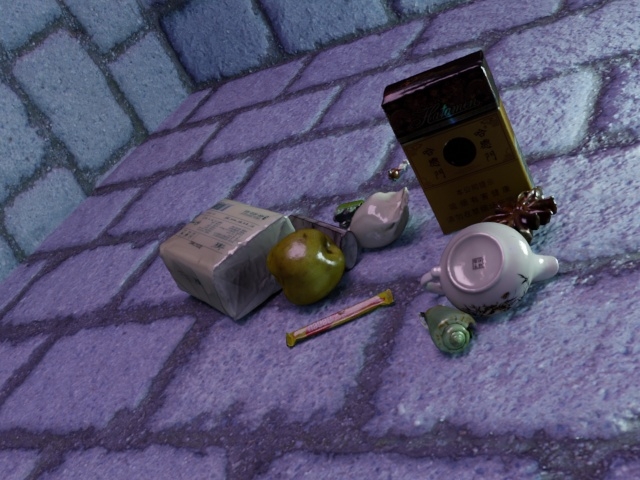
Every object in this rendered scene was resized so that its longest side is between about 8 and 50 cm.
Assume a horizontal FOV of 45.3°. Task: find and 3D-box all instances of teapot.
[{"bbox_3d":[0.353,0.067,1.700,0.299,0.208,0.166,-16,-15,41],"label":"teapot"}]

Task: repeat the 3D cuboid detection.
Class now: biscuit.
[{"bbox_3d":[0.047,0.195,1.900,0.292,0.026,0.048,-24,47,9],"label":"biscuit"}]

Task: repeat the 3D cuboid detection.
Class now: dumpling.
[{"bbox_3d":[0.162,-0.068,2.119,0.252,0.131,0.179,-33,27,46],"label":"dumpling"}]

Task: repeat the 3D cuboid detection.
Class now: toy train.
[{"bbox_3d":[0.132,-0.088,2.260,0.202,0.060,0.081,-10,27,29],"label":"toy train"}]

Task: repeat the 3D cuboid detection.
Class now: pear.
[{"bbox_3d":[-0.038,0.065,2.022,0.200,0.200,0.200,-22,28,13],"label":"pear"}]

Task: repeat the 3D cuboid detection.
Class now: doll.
[{"bbox_3d":[0.244,-0.219,2.402,0.085,0.040,0.058,-31,17,-2],"label":"doll"}]

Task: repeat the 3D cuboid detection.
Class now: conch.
[{"bbox_3d":[0.278,0.180,1.661,0.105,0.079,0.170,-17,23,-7],"label":"conch"}]

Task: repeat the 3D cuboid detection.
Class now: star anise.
[{"bbox_3d":[0.463,-0.035,1.832,0.220,0.099,0.214,-31,13,8],"label":"star anise"}]

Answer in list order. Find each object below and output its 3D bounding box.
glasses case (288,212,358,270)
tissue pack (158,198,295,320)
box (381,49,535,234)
[{"bbox_3d":[0.000,0.000,2.190,0.060,0.114,0.299,-13,18,-30],"label":"glasses case"},{"bbox_3d":[-0.260,0.044,2.242,0.297,0.207,0.380,-38,29,-21],"label":"tissue pack"},{"bbox_3d":[0.351,-0.238,1.918,0.264,0.415,0.116,-17,30,22],"label":"box"}]
